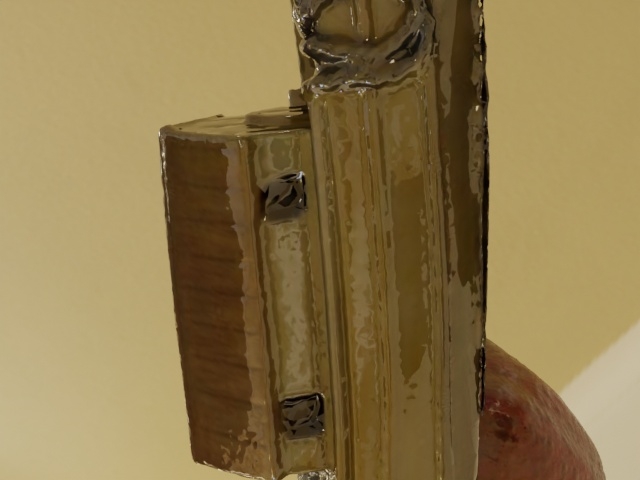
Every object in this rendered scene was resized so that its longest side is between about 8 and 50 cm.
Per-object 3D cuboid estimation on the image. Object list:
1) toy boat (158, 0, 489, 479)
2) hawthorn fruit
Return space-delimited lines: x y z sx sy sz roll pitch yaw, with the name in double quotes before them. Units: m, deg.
"toy boat" 0.000 0.000 0.637 0.136 0.162 0.445 -116 -157 -74
"hawthorn fruit" 0.109 0.190 0.895 0.215 0.249 0.215 -31 -154 17
